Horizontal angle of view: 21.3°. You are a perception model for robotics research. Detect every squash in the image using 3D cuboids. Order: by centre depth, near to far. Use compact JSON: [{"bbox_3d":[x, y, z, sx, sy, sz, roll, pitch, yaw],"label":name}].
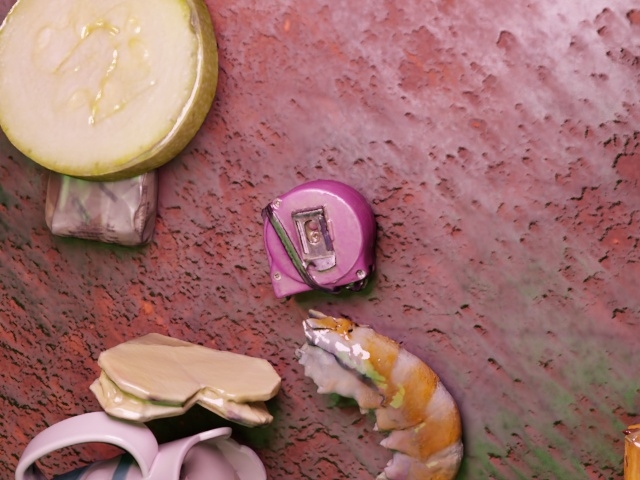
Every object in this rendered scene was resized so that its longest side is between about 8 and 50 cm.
[{"bbox_3d":[-0.232,-0.187,1.792,0.252,0.049,0.252,-3,81,17],"label":"squash"}]

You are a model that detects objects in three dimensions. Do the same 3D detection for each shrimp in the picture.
[{"bbox_3d":[0.062,0.218,1.822,0.185,0.068,0.287,6,111,16],"label":"shrimp"}]

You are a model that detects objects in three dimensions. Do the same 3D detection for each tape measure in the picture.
[{"bbox_3d":[0.000,0.000,1.784,0.118,0.074,0.125,-13,99,19],"label":"tape measure"}]

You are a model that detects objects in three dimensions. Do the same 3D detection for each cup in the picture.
[{"bbox_3d":[-0.204,0.310,1.822,0.258,0.219,0.289,-17,118,20],"label":"cup"}]

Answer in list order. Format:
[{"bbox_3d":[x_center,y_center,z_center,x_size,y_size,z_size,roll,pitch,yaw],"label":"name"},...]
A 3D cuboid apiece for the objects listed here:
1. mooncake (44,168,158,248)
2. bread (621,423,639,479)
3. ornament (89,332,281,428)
[{"bbox_3d":[-0.235,-0.059,1.846,0.125,0.073,0.130,14,100,17],"label":"mooncake"},{"bbox_3d":[0.420,0.257,1.694,0.235,0.099,0.210,-6,101,13],"label":"bread"},{"bbox_3d":[-0.157,0.142,1.829,0.180,0.201,0.059,42,119,53],"label":"ornament"}]
